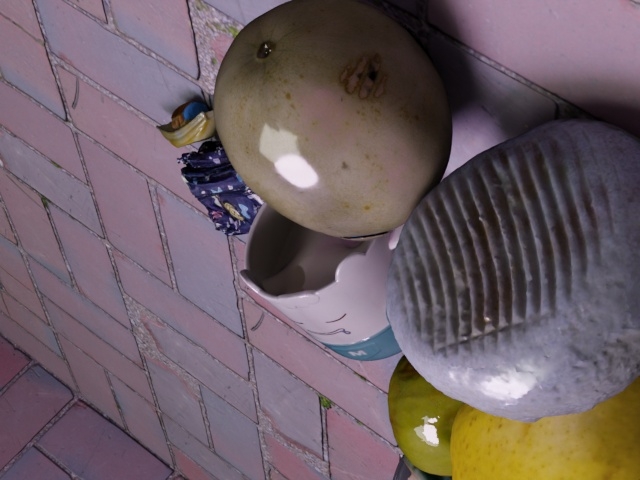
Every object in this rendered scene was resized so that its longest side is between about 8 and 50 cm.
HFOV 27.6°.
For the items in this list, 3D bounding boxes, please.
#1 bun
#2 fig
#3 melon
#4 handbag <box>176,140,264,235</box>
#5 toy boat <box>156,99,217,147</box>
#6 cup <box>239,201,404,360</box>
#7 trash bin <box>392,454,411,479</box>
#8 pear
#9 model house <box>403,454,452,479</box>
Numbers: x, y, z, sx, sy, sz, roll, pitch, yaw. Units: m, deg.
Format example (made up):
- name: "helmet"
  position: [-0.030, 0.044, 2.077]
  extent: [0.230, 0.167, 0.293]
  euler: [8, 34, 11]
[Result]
- name: "bun"
  position: [0.245, 0.039, 1.426]
  extent: [0.362, 0.362, 0.211]
  euler: [15, 165, 47]
- name: "fig"
  position: [0.203, 0.222, 1.824]
  extent: [0.230, 0.207, 0.207]
  euler: [-26, 109, 45]
- name: "melon"
  position: [0.024, -0.142, 1.539]
  extent: [0.268, 0.268, 0.330]
  euler: [21, 169, 41]
- name: "handbag"
  position: [-0.115, -0.087, 2.018]
  extent: [0.260, 0.113, 0.162]
  euler: [-1, 125, 53]
- name: "toy boat"
  position: [-0.210, -0.185, 2.070]
  extent: [0.172, 0.065, 0.066]
  euler: [-10, 100, 60]
- name: "cup"
  position: [0.067, 0.034, 1.802]
  extent: [0.289, 0.219, 0.257]
  euler: [-10, 145, 31]
- name: "trash bin"
  position: [0.228, 0.439, 2.258]
  extent: [0.101, 0.177, 0.236]
  euler: [14, 146, 47]
- name: "pear"
  position: [0.359, 0.276, 1.568]
  extent: [0.418, 0.362, 0.362]
  euler: [-10, 130, 20]
- name: "model house"
  position: [0.337, 0.488, 1.979]
  extent: [0.445, 0.395, 0.400]
  euler: [46, 127, 52]
